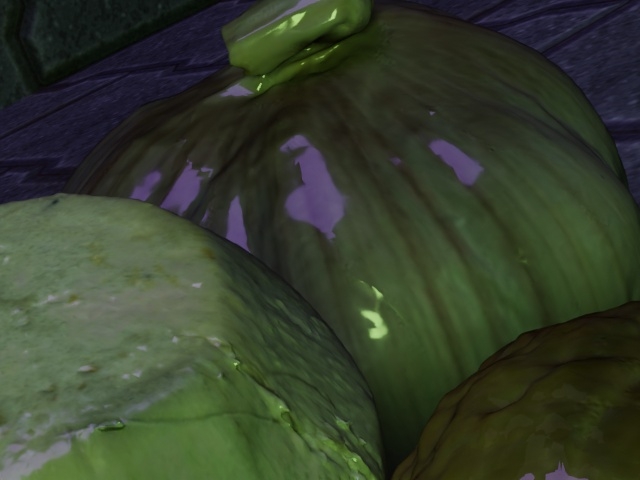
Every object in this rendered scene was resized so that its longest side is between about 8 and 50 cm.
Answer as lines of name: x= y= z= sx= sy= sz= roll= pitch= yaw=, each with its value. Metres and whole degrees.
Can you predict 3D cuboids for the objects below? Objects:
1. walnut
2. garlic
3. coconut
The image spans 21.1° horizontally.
walnut: x=0.090 y=0.104 z=0.491 sx=0.155 sy=0.155 sz=0.184 roll=-13 pitch=20 yaw=29
garlic: x=0.004 y=0.016 z=0.820 sx=0.322 sy=0.241 sz=0.322 roll=-41 pitch=5 yaw=4
coconut: x=-0.080 y=0.118 z=0.576 sx=0.227 sy=0.230 sz=0.227 roll=-6 pitch=33 yaw=4
